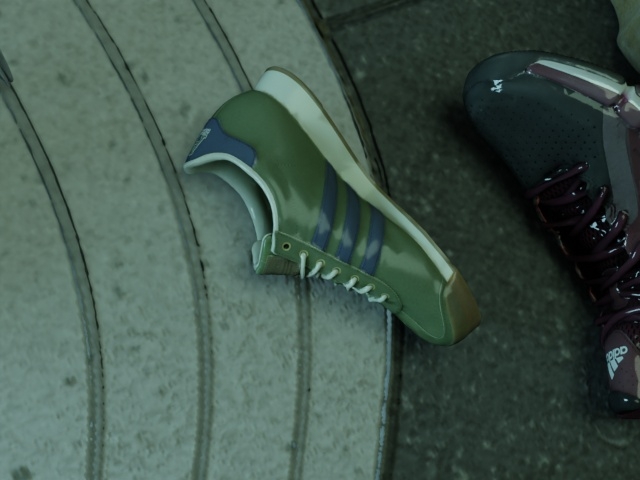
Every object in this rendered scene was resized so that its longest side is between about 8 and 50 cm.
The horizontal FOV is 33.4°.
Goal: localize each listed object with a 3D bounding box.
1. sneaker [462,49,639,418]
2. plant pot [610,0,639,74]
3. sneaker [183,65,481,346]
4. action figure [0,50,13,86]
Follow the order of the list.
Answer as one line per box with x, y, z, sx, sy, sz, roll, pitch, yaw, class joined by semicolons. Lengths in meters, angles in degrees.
0.186;0.015;0.656;0.281;0.106;0.162;33;67;-11;sneaker
0.368;-0.221;0.708;0.306;0.334;0.333;-8;77;-14;plant pot
0.000;0.000;0.606;0.086;0.064;0.192;-39;91;-20;sneaker
-0.256;-0.074;0.488;0.185;0.099;0.285;48;68;-19;action figure
